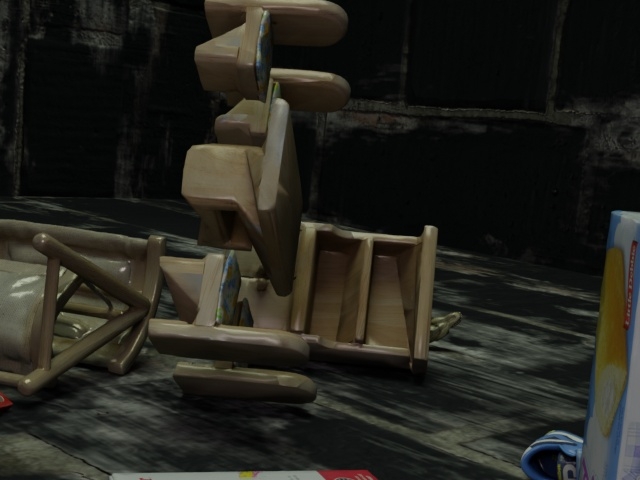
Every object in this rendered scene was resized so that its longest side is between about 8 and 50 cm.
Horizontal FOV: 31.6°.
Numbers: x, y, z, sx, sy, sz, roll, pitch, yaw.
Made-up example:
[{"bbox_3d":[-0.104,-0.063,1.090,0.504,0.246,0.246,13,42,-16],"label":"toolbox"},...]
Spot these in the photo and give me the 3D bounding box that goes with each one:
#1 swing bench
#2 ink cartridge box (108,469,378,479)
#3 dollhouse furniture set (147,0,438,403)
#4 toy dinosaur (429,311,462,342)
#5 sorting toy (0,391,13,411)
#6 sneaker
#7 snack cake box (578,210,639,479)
[{"bbox_3d":[-0.338,0.057,1.214,0.253,0.165,0.254,7,1,19],"label":"swing bench"},{"bbox_3d":[-0.034,0.190,0.672,0.175,0.072,0.127,3,7,-19],"label":"ink cartridge box"},{"bbox_3d":[0.000,0.000,1.218,0.256,0.362,0.394,4,-23,5],"label":"dollhouse furniture set"},{"bbox_3d":[0.065,0.115,1.465,0.268,0.064,0.118,4,-8,-10],"label":"toy dinosaur"},{"bbox_3d":[-0.382,0.064,1.021,0.274,0.046,0.132,42,12,16],"label":"sorting toy"},{"bbox_3d":[0.233,0.196,0.949,0.144,0.053,0.059,0,0,44],"label":"sneaker"},{"bbox_3d":[0.232,0.122,0.637,0.152,0.264,0.089,6,6,0],"label":"snack cake box"}]
